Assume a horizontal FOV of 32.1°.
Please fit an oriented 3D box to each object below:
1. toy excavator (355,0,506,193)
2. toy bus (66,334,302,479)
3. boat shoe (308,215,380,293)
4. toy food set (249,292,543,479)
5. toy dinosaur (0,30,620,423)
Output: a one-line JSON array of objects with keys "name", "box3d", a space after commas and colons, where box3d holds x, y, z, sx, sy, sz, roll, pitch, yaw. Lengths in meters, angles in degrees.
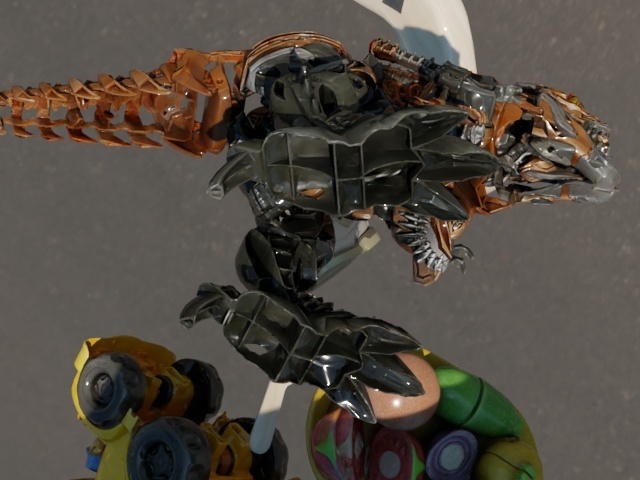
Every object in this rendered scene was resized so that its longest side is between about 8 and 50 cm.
[{"name": "toy excavator", "box3d": [0.026, -0.294, 1.041, 0.445, 0.222, 0.433, 41, 136, 33]}, {"name": "toy bus", "box3d": [-0.160, 0.224, 1.026, 0.220, 0.149, 0.211, 41, 106, 31]}, {"name": "boat shoe", "box3d": [0.000, 0.000, 1.556, 0.113, 0.302, 0.103, -36, 90, 13]}, {"name": "toy food set", "box3d": [0.064, 0.132, 0.743, 0.218, 0.128, 0.071, 30, 164, -10]}, {"name": "toy dinosaur", "box3d": [0.001, -0.038, 0.584, 0.322, 0.218, 0.164, -11, 125, 3]}]
